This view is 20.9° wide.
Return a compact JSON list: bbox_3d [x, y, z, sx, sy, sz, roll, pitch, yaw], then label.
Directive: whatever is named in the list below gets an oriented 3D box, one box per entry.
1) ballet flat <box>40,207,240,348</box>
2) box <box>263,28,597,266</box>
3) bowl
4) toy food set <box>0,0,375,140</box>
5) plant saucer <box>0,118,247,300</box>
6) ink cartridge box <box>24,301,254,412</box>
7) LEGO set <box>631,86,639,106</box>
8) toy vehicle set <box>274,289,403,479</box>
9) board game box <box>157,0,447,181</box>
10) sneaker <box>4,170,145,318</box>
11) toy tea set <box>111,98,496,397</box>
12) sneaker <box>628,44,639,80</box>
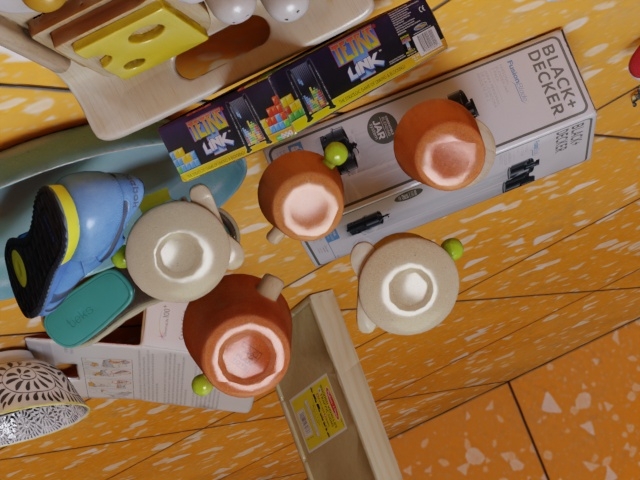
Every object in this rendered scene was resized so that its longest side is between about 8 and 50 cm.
[{"bbox_3d":[-0.165,0.023,1.652,0.248,0.086,0.086,-27,165,28],"label":"ballet flat"},{"bbox_3d":[0.104,-0.081,1.603,0.290,0.087,0.169,-22,166,0],"label":"box"},{"bbox_3d":[-0.341,0.167,1.887,0.170,0.080,0.170,-15,165,-4],"label":"bowl"},{"bbox_3d":[-0.106,-0.140,1.058,0.220,0.092,0.306,-25,165,13],"label":"toy food set"},{"bbox_3d":[-0.216,-0.026,1.434,0.318,0.043,0.317,-20,166,-5],"label":"plant saucer"},{"bbox_3d":[-0.199,0.132,2.013,0.261,0.066,0.296,6,162,-4],"label":"ink cartridge box"},{"bbox_3d":[0.368,-0.162,1.837,0.083,0.023,0.054,1,155,-26],"label":"LEGO set"},{"bbox_3d":[0.010,0.216,2.214,0.035,0.266,0.166,-12,165,-32],"label":"toy vehicle set"},{"bbox_3d":[-0.013,-0.111,1.257,0.170,0.048,0.141,-32,-170,-40],"label":"board game box"},{"bbox_3d":[-0.191,0.004,1.357,0.082,0.069,0.209,-18,166,-28],"label":"sneaker"},{"bbox_3d":[0.000,0.000,1.476,0.336,0.200,0.124,-21,-162,-2],"label":"toy tea set"},{"bbox_3d":[0.329,-0.190,1.613,0.118,0.042,0.067,-36,165,23],"label":"sneaker"}]
